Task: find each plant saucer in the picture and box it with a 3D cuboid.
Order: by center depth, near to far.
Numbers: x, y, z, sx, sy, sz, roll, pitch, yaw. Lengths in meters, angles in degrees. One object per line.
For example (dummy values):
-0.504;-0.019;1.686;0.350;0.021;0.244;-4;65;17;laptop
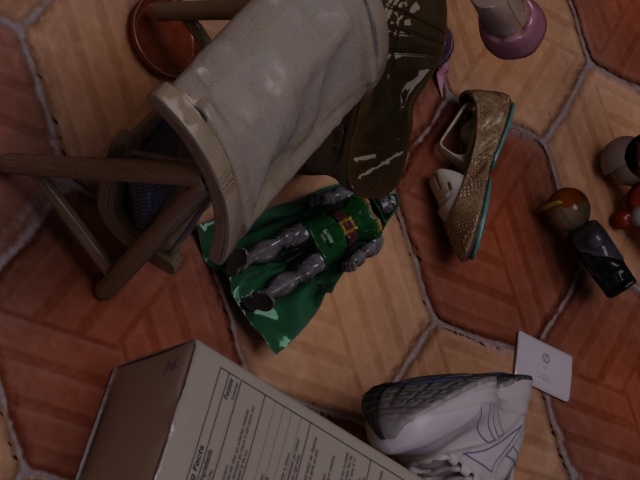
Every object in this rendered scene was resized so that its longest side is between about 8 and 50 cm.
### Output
-0.142;-0.189;1.640;0.083;0.013;0.083;14;68;-38;plant saucer

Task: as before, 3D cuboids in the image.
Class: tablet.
0.236;0.133;1.873;0.083;0.006;0.054;27;59;-33;tablet

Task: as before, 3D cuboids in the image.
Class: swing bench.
-0.088;-0.104;1.482;0.165;0.254;0.253;54;51;-18;swing bench

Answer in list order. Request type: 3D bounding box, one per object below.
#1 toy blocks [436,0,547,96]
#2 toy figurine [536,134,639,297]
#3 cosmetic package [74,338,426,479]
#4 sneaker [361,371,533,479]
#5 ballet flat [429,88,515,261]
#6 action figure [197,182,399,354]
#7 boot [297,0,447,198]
0.092;-0.321;1.790;0.260;0.309;0.288;35;61;-69;toy blocks
0.365;-0.057;1.914;0.209;0.213;0.148;-31;88;-40;toy figurine
-0.050;0.225;1.504;0.296;0.129;0.153;36;56;-28;cosmetic package
0.131;0.187;1.651;0.297;0.111;0.129;8;79;-61;sneaker
0.149;-0.072;1.835;0.067;0.073;0.206;19;57;-5;ballet flat
0.000;0.000;1.674;0.232;0.063;0.137;-31;94;-47;action figure
0.035;-0.153;1.644;0.077;0.165;0.213;13;94;-27;boot
